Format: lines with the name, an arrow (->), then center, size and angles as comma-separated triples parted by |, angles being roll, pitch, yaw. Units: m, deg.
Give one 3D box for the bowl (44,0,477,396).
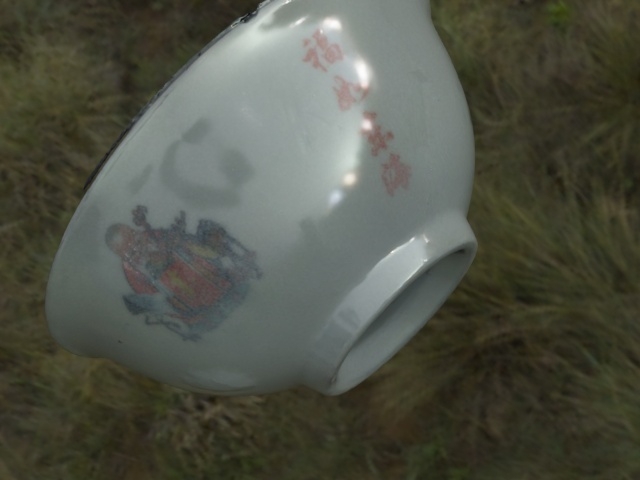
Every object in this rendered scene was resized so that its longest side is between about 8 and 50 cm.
bowl -> 0.000, 0.000, 0.811 | 0.157, 0.345, 0.345 | 44, 97, 17
